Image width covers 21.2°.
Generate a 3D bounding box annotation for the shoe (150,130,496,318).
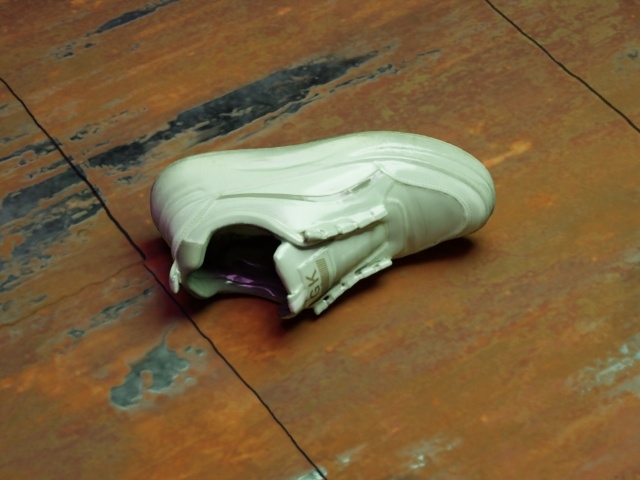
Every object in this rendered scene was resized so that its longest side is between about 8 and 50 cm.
[{"bbox_3d":[0.000,0.000,1.530,0.316,0.124,0.159,-3,44,5],"label":"shoe"}]
